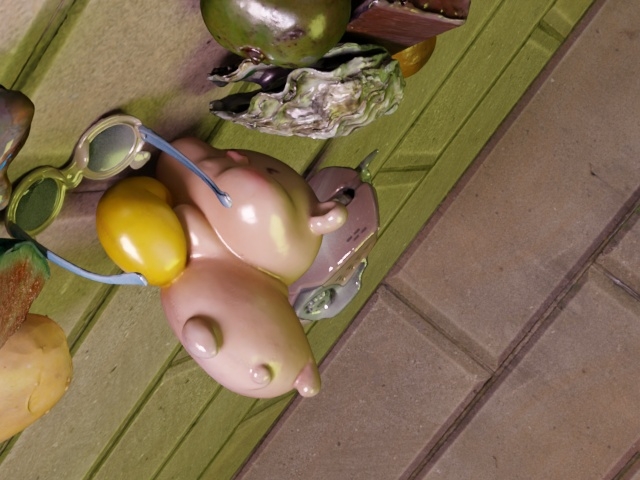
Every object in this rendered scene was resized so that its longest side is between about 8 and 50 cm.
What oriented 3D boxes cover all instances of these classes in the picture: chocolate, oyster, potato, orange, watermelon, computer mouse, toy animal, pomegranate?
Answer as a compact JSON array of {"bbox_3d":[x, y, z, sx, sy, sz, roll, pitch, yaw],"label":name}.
[{"bbox_3d":[0.080,-0.275,1.181,0.321,0.112,0.111,-170,-86,-79],"label":"chocolate"},{"bbox_3d":[-0.003,-0.178,1.231,0.268,0.112,0.198,-7,-170,-14],"label":"oyster"},{"bbox_3d":[-0.376,0.156,1.107,0.234,0.146,0.150,-19,106,-41],"label":"potato"},{"bbox_3d":[0.115,-0.302,1.548,0.160,0.112,0.170,-60,175,35],"label":"orange"},{"bbox_3d":[-0.329,0.043,0.926,0.146,0.128,0.231,-45,-170,41],"label":"watermelon"},{"bbox_3d":[-0.005,0.002,1.818,0.115,0.199,0.389,-10,139,-52],"label":"computer mouse"},{"bbox_3d":[-0.101,-0.004,1.214,0.247,0.345,0.277,-40,137,1],"label":"toy animal"},{"bbox_3d":[-0.040,-0.258,1.092,0.191,0.152,0.131,-69,-176,-61],"label":"pomegranate"}]

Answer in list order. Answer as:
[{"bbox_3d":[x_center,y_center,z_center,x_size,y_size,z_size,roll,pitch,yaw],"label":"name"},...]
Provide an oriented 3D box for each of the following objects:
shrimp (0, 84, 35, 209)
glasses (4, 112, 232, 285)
[{"bbox_3d":[-0.398,0.018,0.758,0.446,0.110,0.221,-44,146,-29],"label":"shrimp"},{"bbox_3d":[-0.202,-0.049,1.035,0.190,0.221,0.088,-42,126,-26],"label":"glasses"}]
